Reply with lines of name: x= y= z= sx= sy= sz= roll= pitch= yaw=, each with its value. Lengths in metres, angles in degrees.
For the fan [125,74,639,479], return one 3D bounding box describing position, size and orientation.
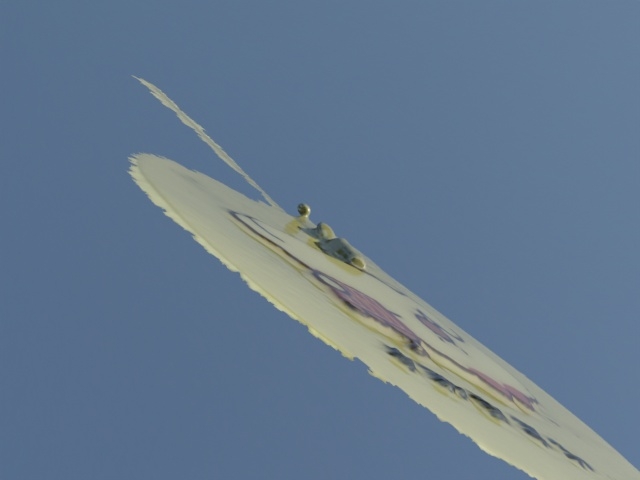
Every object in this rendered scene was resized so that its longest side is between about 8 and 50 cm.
fan: x=0.000 y=-0.001 z=0.603 sx=0.190 sy=0.329 sz=0.009 roll=30 pitch=-82 yaw=-31
